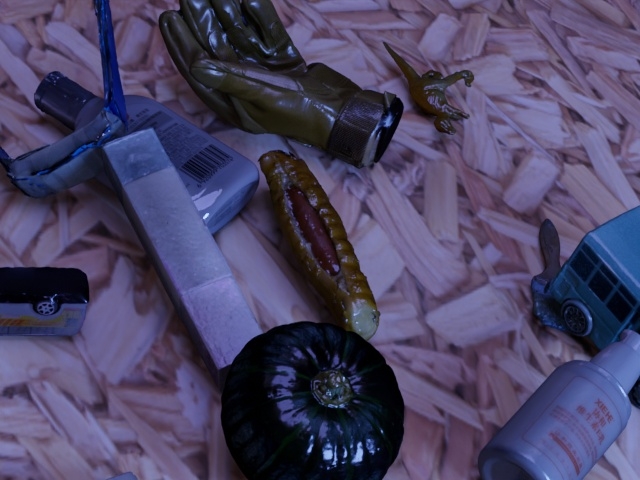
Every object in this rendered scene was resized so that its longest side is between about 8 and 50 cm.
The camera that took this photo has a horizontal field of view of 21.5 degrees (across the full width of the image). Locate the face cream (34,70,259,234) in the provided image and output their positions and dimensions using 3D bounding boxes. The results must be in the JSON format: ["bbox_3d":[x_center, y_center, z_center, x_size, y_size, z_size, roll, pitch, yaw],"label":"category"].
[{"bbox_3d":[-0.221,-0.112,2.038,0.291,0.071,0.144,32,50,16],"label":"face cream"}]

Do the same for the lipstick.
[{"bbox_3d":[-0.151,0.017,1.879,0.068,0.066,0.317,-23,62,-15],"label":"lipstick"}]

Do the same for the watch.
[{"bbox_3d":[-0.364,-0.174,2.017,0.276,0.068,0.274,-20,63,12],"label":"watch"}]

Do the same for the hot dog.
[{"bbox_3d":[0.000,0.001,1.976,0.068,0.083,0.289,-31,53,3],"label":"hot dog"}]

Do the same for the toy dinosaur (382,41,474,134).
[{"bbox_3d":[0.132,-0.203,2.270,0.162,0.039,0.126,24,44,12],"label":"toy dinosaur"}]

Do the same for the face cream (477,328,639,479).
[{"bbox_3d":[0.278,0.185,1.820,0.101,0.101,0.252,35,55,20],"label":"face cream"}]

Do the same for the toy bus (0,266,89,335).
[{"bbox_3d":[-0.336,0.067,1.811,0.172,0.072,0.057,0,43,-14],"label":"toy bus"}]

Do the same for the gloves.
[{"bbox_3d":[-0.057,-0.203,2.140,0.331,0.141,0.154,28,68,0],"label":"gloves"}]

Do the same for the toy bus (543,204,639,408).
[{"bbox_3d":[0.396,0.095,1.936,0.128,0.147,0.256,-25,64,-34],"label":"toy bus"}]

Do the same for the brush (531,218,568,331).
[{"bbox_3d":[0.287,0.037,2.069,0.070,0.021,0.196,12,41,-10],"label":"brush"}]

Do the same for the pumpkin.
[{"bbox_3d":[-0.006,0.175,1.733,0.202,0.140,0.202,15,53,-20],"label":"pumpkin"}]

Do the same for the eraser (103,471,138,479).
[{"bbox_3d":[-0.193,0.332,1.593,0.157,0.038,0.230,-17,52,-31],"label":"eraser"}]
